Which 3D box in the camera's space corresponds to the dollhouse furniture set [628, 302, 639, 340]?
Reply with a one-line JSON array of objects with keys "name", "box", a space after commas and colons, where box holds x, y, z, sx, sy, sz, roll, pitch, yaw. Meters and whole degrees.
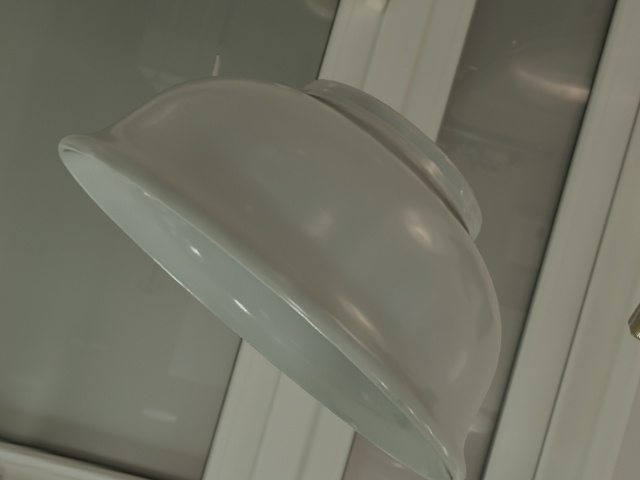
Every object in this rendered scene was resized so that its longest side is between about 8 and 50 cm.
[{"name": "dollhouse furniture set", "box": [0.309, 0.017, 0.540, 0.144, 0.151, 0.123, 29, -161, 8]}]

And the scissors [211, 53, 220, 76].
[{"name": "scissors", "box": [-0.166, -0.112, 1.072, 0.021, 0.109, 0.297, 53, 156, 32]}]

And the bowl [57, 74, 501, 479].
[{"name": "bowl", "box": [0.000, 0.000, 0.480, 0.297, 0.134, 0.298, 37, 166, 11]}]
